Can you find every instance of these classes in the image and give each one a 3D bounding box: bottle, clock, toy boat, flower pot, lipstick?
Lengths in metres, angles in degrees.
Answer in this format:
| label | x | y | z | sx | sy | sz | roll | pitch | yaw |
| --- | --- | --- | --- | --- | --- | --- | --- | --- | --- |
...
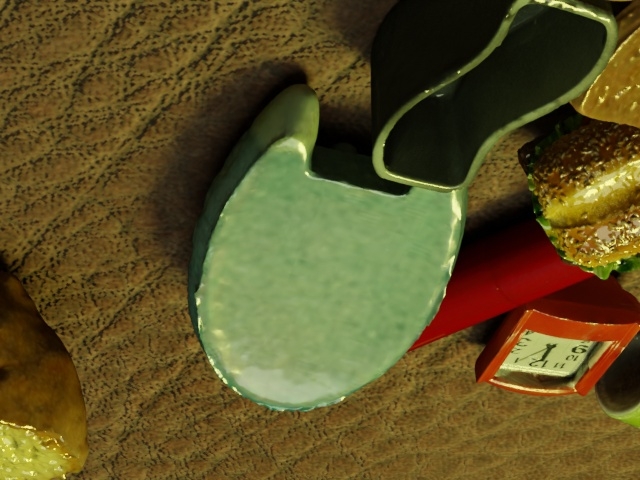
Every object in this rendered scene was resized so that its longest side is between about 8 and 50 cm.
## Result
| label | x | y | z | sx | sy | sz | roll | pitch | yaw |
| --- | --- | --- | --- | --- | --- | --- | --- | --- | --- |
| bottle | 0.418 | 0.179 | 1.782 | 0.330 | 0.093 | 0.093 | 24 | 137 | -30 |
| clock | 0.216 | 0.087 | 1.683 | 0.113 | 0.061 | 0.155 | 8 | 146 | -12 |
| toy boat | 0.000 | 0.000 | 1.540 | 0.215 | 0.123 | 0.330 | 10 | 130 | -8 |
| flower pot | 0.120 | -0.140 | 1.331 | 0.103 | 0.108 | 0.229 | 21 | 139 | -27 |
| lipstick | 0.160 | 0.027 | 1.585 | 0.280 | 0.073 | 0.073 | -24 | 138 | 32 |

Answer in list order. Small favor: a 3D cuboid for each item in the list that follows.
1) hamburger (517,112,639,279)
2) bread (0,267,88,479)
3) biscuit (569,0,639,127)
| label | x | y | z | sx | sy | sz | roll | pitch | yaw |
| --- | --- | --- | --- | --- | --- | --- | --- | --- | --- |
| hamburger | 0.248 | -0.046 | 1.434 | 0.166 | 0.087 | 0.137 | -22 | 96 | 13 |
| bread | -0.367 | 0.101 | 1.590 | 0.340 | 0.179 | 0.194 | 17 | 142 | -27 |
| biscuit | 0.283 | -0.150 | 1.338 | 0.221 | 0.029 | 0.142 | -24 | 141 | -2 |
